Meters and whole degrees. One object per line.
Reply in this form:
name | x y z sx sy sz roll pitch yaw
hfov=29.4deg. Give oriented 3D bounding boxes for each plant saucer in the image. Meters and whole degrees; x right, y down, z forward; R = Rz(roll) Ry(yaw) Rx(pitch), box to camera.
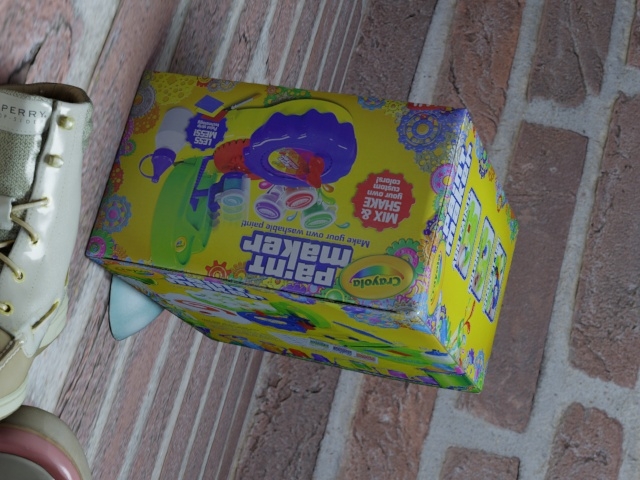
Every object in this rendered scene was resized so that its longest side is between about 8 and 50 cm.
plant saucer | -0.155 0.008 1.190 0.195 0.037 0.195 13 90 -85

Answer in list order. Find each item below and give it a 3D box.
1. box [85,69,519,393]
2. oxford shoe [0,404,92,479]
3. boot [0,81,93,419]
box | 0.000 0.000 1.089 0.279 0.290 0.177 48 55 -65
oxford shoe | -0.201 0.185 0.796 0.348 0.123 0.130 114 -8 -49
boot | -0.180 -0.002 0.679 0.213 0.077 0.165 -77 180 -73
